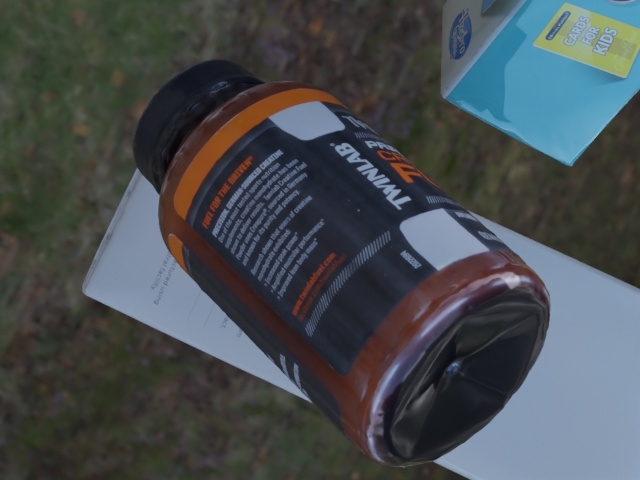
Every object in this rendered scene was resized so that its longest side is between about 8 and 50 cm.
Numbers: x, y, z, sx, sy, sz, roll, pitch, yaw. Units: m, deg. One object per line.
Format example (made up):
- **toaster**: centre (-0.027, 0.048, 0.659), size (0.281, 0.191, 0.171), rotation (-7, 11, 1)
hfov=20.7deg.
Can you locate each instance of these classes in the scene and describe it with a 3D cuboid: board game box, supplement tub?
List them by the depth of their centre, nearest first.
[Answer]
- **supplement tub**: centre (0.000, 0.000, 0.765), size (0.106, 0.198, 0.106), rotation (-30, 144, -25)
- **board game box**: centre (0.177, -0.237, 0.803), size (0.336, 0.079, 0.254), rotation (-51, -158, 36)

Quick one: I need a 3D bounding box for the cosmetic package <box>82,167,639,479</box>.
- **cosmetic package**: centre (0.058, 0.049, 1.127), size (0.155, 0.365, 0.197), rotation (-64, 171, -2)
